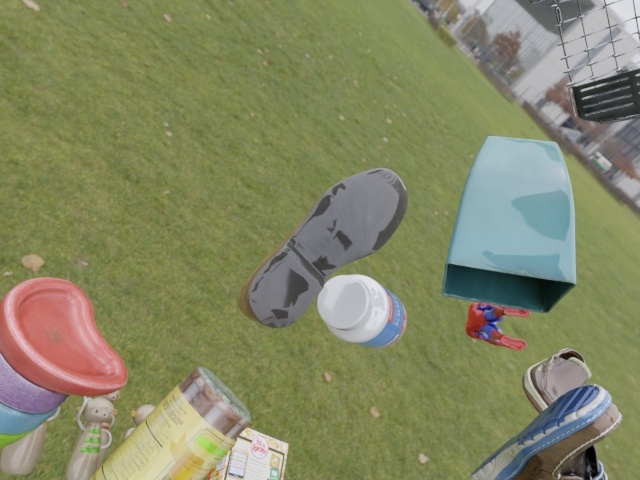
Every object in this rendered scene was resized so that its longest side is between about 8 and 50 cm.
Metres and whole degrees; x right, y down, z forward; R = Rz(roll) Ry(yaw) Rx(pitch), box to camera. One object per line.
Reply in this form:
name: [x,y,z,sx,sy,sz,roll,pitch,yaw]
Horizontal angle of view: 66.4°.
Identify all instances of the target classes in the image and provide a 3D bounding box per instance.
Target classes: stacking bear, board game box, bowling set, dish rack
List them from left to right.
stacking bear: [-0.426,0.197,0.608,0.175,0.289,0.164,53,4,16]
bowling set: [-0.333,0.317,0.810,0.287,0.200,0.154,37,55,-51]
board game box: [-0.143,0.469,0.938,0.147,0.045,0.193,36,45,-28]
dish rack: [0.461,-0.319,0.756,0.074,0.208,0.271,-29,105,-38]

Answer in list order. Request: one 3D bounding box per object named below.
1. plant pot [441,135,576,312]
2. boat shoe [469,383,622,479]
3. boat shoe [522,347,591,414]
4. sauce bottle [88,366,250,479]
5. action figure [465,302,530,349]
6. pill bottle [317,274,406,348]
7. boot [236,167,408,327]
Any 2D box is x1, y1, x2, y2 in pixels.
plant pot: [0.290,-0.032,0.759,0.165,0.166,0.234,64,37,-65]
boat shoe: [0.191,0.180,0.396,0.066,0.183,0.066,-28,60,-30]
boat shoe: [0.449,0.253,0.914,0.095,0.095,0.257,51,24,16]
sauce bottle: [-0.239,0.322,0.615,0.111,0.344,0.111,41,-11,10]
action figure: [0.388,0.179,1.013,0.139,0.091,0.280,12,-6,0]
pill bottle: [0.078,0.132,0.909,0.124,0.124,0.221,57,10,25]
boot: [0.000,0.000,0.699,0.305,0.115,0.112,-41,101,-23]
